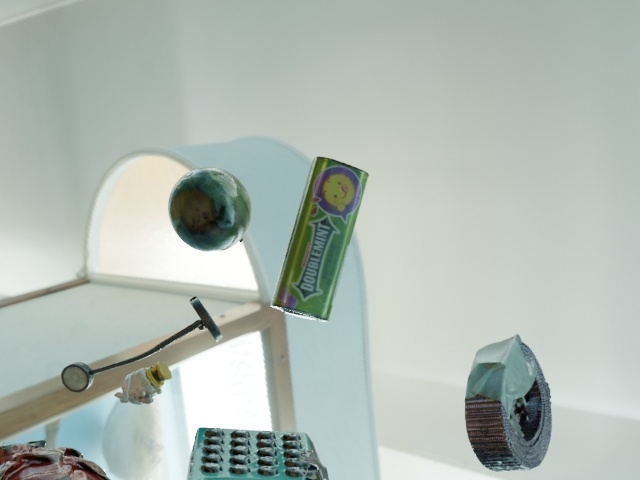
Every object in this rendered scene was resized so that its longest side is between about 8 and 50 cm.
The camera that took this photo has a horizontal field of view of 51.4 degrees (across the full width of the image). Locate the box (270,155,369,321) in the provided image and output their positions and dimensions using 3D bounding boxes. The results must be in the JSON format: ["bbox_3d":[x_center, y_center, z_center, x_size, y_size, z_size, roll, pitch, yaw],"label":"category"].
[{"bbox_3d":[0.000,0.000,1.453,0.097,0.134,0.345,168,-60,-73],"label":"box"}]

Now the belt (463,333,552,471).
[{"bbox_3d":[0.419,0.368,1.480,0.122,0.325,0.260,-17,-81,36],"label":"belt"}]

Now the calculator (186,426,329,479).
[{"bbox_3d":[-0.113,0.417,1.194,0.249,0.274,0.058,6,-75,-8],"label":"calculator"}]

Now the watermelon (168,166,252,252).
[{"bbox_3d":[-0.308,-0.086,1.867,0.242,0.242,0.242,11,-72,37],"label":"watermelon"}]

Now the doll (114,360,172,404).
[{"bbox_3d":[-0.376,0.317,1.406,0.127,0.073,0.084,-35,-131,5],"label":"doll"}]

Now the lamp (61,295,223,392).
[{"bbox_3d":[-0.393,0.246,1.500,0.371,0.108,0.130,-31,-82,8],"label":"lamp"}]

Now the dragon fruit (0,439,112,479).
[{"bbox_3d":[-0.358,0.391,0.836,0.299,0.244,0.244,35,-58,49],"label":"dragon fruit"}]
